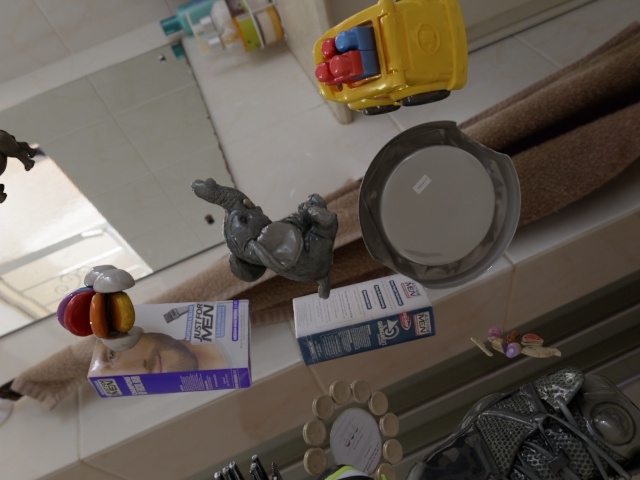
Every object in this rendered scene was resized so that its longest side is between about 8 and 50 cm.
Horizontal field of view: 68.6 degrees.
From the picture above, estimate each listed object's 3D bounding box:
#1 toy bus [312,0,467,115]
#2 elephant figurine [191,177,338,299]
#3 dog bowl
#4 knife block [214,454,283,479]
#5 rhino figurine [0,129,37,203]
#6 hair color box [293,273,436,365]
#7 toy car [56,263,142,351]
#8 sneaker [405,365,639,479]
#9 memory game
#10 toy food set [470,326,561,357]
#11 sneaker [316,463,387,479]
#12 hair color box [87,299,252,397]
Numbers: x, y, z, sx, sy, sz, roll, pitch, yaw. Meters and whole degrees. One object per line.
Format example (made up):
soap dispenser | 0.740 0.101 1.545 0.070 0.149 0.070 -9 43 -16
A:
toy bus | 0.064 -0.257 0.679 0.220 0.211 0.150 3 109 54
elephant figurine | -0.099 0.001 0.835 0.186 0.239 0.169 53 136 38
dog bowl | 0.238 -0.075 0.998 0.102 0.348 0.349 -131 18 -77
knife block | -0.121 0.592 0.939 0.088 0.242 0.276 118 167 -79
rhino figurine | -0.716 -0.128 0.988 0.073 0.243 0.106 19 161 38
hair color box | 0.109 0.201 1.240 0.174 0.347 0.105 -101 -3 -61
toy car | -0.443 0.138 0.928 0.182 0.136 0.159 7 105 51
sneaker | 0.139 0.152 0.311 0.227 0.130 0.087 -14 -116 -51
memory game | 0.052 0.303 0.706 0.012 0.186 0.186 -33 78 49
toy food set | 0.309 0.160 0.748 0.078 0.122 0.019 -128 41 -69
sneaker | -0.003 0.357 0.545 0.097 0.234 0.084 -7 115 47
hair color box | -0.332 0.246 1.086 0.110 0.338 0.185 93 171 -48
